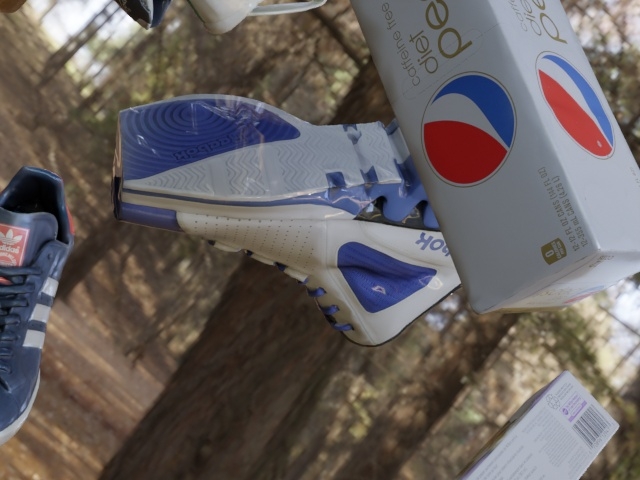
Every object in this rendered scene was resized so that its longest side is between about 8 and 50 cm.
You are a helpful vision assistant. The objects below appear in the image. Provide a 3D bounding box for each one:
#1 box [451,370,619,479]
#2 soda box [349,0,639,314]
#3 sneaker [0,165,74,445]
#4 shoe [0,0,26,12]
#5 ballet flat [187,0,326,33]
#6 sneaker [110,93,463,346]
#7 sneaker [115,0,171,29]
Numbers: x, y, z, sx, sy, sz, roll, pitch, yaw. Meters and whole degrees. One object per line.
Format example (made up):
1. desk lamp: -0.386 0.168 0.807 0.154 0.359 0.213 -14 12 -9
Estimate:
1. box: 0.110 0.203 0.736 0.067 0.324 0.063 47 -45 10
2. soda box: 0.077 -0.076 0.476 0.074 0.069 0.216 1 62 -47
3. sneaker: -0.334 0.052 1.068 0.131 0.148 0.350 13 38 -14
4. shoe: -0.130 -0.140 0.422 0.058 0.076 0.219 7 -8 -31
5. ballet flat: 0.006 -0.352 1.212 0.139 0.400 0.139 46 -27 32
6. sneaker: 0.001 0.000 0.779 0.127 0.315 0.182 -99 -166 -49
7. sneaker: -0.202 -0.247 0.911 0.094 0.235 0.153 96 -22 -65
